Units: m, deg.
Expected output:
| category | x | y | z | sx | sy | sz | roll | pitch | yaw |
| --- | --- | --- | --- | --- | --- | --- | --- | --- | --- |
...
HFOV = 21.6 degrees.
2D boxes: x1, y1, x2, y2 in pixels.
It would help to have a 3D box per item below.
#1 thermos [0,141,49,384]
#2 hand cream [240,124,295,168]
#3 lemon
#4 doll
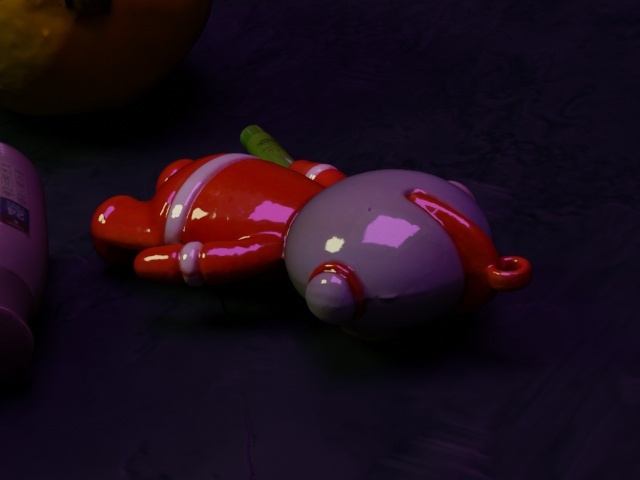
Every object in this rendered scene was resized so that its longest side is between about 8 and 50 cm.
| category | x | y | z | sx | sy | sz | roll | pitch | yaw |
| --- | --- | --- | --- | --- | --- | --- | --- | --- | --- |
| thermos | -0.244 | 0.012 | 1.135 | 0.105 | 0.137 | 0.193 | -32 | 35 | 10 |
| hand cream | -0.032 | -0.058 | 1.353 | 0.036 | 0.023 | 0.122 | -11 | 33 | -22 |
| lemon | -0.229 | -0.246 | 1.455 | 0.297 | 0.297 | 0.297 | -2 | 28 | 1 |
| doll | 0.000 | 0.000 | 1.171 | 0.336 | 0.105 | 0.199 | 9 | 27 | 35 |
